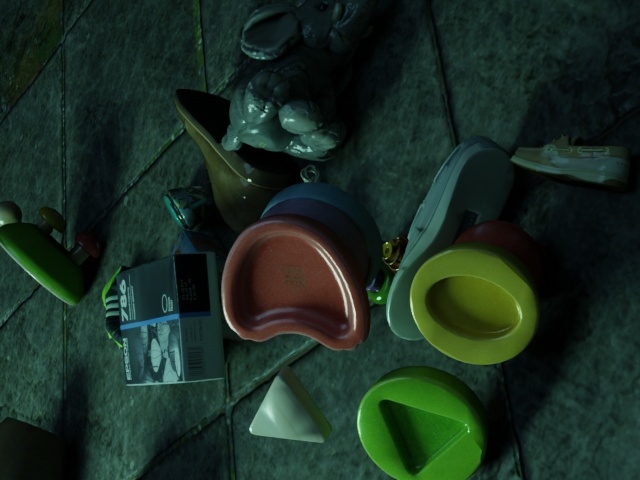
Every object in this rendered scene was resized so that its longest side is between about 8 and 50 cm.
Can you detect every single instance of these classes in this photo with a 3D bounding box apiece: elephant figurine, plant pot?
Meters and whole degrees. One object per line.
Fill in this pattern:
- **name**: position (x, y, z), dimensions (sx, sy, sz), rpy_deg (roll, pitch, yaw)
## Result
- **elephant figurine**: position (-0.013, -0.230, 1.576), dimensions (0.169, 0.186, 0.239), rpy_deg (82, -157, -71)
- **plant pot**: position (-0.498, 0.407, 2.013), dimensions (0.215, 0.215, 0.230), rpy_deg (-6, 58, 56)

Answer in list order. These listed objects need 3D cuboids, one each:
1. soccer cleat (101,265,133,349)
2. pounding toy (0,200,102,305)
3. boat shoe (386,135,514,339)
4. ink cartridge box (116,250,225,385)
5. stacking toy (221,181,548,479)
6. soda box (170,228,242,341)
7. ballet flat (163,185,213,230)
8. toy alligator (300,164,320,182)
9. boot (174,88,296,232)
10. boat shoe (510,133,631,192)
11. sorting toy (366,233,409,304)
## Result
- **soccer cleat**: position (-0.295, 0.104, 1.931), dimensions (0.072, 0.060, 0.179), rpy_deg (-60, 33, 21)
- **pounding toy**: position (-0.452, 0.001, 2.143), dimensions (0.110, 0.183, 0.237), rpy_deg (-47, 31, -2)
- **boat shoe**: position (0.133, -0.004, 1.318), dimensions (0.081, 0.079, 0.227), rpy_deg (-99, 32, -69)
- **ink cartridge box**: position (-0.217, 0.114, 1.720), dimensions (0.333, 0.065, 0.165), rpy_deg (161, 104, -66)
- **stacking toy**: position (0.066, 0.083, 1.263), dimensions (0.130, 0.309, 0.279), rpy_deg (-52, -29, -56)
- **soda box**: position (-0.149, 0.059, 1.724), dimensions (0.063, 0.058, 0.183), rpy_deg (-63, 35, 20)
- **ballet flat**: position (-0.183, -0.050, 1.813), dimensions (0.188, 0.070, 0.070), rpy_deg (-151, 77, -77)
- **toy alligator**: position (0.000, 0.000, 1.533), dimensions (0.051, 0.056, 0.189), rpy_deg (79, -176, -60)
- **boot**: position (-0.138, -0.115, 1.745), dimensions (0.305, 0.112, 0.115), rpy_deg (52, 132, 49)
- **boat shoe**: position (0.240, -0.077, 1.200), dimensions (0.135, 0.050, 0.045), rpy_deg (17, 89, 48)
- **sorting toy**: position (0.070, 0.025, 1.419), dimensions (0.102, 0.042, 0.061), rpy_deg (-48, 41, 36)
